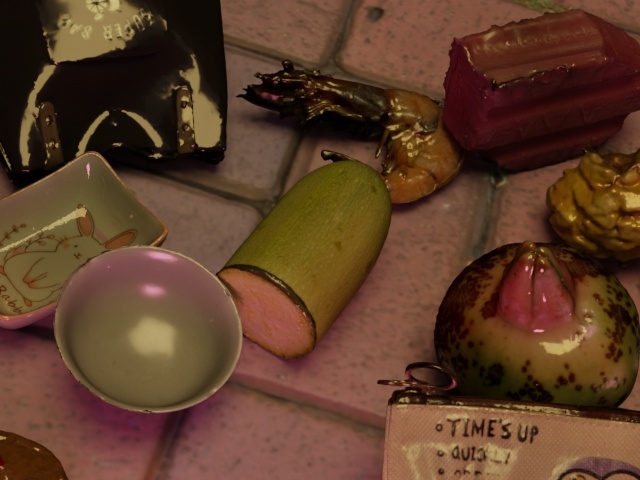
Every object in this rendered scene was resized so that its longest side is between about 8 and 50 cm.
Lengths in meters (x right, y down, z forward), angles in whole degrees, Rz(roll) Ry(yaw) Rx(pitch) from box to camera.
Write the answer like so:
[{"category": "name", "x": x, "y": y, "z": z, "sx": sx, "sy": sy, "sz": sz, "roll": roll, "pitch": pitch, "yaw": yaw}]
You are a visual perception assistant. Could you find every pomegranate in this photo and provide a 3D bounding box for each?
[{"category": "pomegranate", "x": 0.217, "y": 0.081, "z": 1.226, "sx": 0.214, "sy": 0.248, "sz": 0.214, "roll": -7, "pitch": 55, "yaw": 10}]

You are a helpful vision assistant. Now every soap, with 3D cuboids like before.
[{"category": "soap", "x": 0.293, "y": -0.188, "z": 1.496, "sx": 0.289, "sy": 0.182, "sz": 0.112, "roll": -14, "pitch": 59, "yaw": -19}]

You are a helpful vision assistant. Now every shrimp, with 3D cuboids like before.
[{"category": "shrimp", "x": 0.042, "y": -0.120, "z": 1.468, "sx": 0.289, "sy": 0.075, "sz": 0.178, "roll": 12, "pitch": 52, "yaw": -19}]

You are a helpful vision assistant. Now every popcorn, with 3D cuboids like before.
[{"category": "popcorn", "x": 0.355, "y": -0.045, "z": 1.426, "sx": 0.167, "sy": 0.152, "sz": 0.148, "roll": -3, "pitch": 9, "yaw": -8}]

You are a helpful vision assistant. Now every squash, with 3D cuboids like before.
[{"category": "squash", "x": 0.000, "y": 0.000, "z": 1.315, "sx": 0.132, "sy": 0.132, "sz": 0.247, "roll": 29, "pitch": 53, "yaw": 11}]

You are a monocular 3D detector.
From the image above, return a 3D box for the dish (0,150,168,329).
[{"category": "dish", "x": -0.286, "y": 0.012, "z": 1.283, "sx": 0.212, "sy": 0.077, "sz": 0.151, "roll": -30, "pitch": 62, "yaw": -30}]

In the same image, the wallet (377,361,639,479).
[{"category": "wallet", "x": 0.202, "y": 0.265, "z": 1.129, "sx": 0.335, "sy": 0.068, "sz": 0.275, "roll": 7, "pitch": 85, "yaw": -7}]

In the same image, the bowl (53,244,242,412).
[{"category": "bowl", "x": -0.180, "y": 0.106, "z": 1.219, "sx": 0.189, "sy": 0.086, "sz": 0.189, "roll": 9, "pitch": 54, "yaw": -13}]

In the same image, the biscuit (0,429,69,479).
[{"category": "biscuit", "x": -0.350, "y": 0.282, "z": 1.078, "sx": 0.273, "sy": 0.049, "sz": 0.257, "roll": -12, "pitch": 56, "yaw": -19}]

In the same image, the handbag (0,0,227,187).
[{"category": "handbag", "x": -0.262, "y": -0.205, "z": 1.425, "sx": 0.342, "sy": 0.152, "sz": 0.288, "roll": -10, "pitch": 67, "yaw": -18}]
